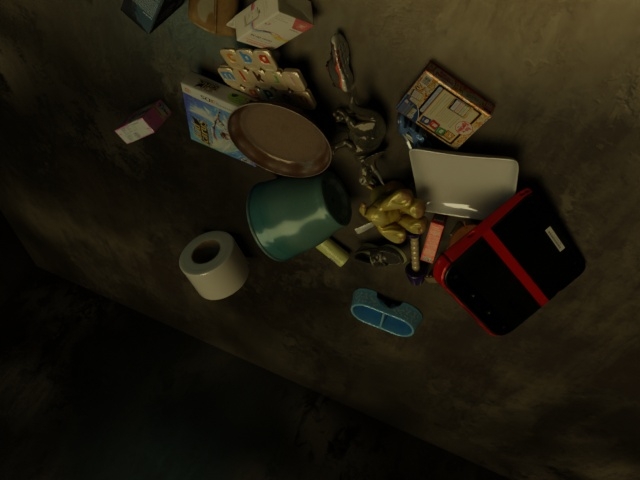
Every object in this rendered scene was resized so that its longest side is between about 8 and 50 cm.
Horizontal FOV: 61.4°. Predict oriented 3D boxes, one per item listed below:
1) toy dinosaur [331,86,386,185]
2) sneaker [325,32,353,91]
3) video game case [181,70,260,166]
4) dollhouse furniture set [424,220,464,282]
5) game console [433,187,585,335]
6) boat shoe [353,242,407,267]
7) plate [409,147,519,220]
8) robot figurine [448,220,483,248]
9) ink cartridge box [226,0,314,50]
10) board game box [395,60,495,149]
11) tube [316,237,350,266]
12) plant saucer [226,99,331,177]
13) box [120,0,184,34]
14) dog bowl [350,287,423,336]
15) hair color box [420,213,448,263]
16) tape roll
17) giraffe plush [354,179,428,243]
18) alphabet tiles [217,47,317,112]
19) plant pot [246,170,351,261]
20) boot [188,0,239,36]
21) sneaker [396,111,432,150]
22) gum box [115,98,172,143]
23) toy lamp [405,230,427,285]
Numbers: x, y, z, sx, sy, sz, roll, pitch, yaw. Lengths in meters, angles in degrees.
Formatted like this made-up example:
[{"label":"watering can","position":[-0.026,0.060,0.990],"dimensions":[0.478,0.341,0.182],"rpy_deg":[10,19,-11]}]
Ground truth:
[{"label":"toy dinosaur","position":[0.116,-0.301,1.463],"dimensions":[0.160,0.121,0.313],"rpy_deg":[9,139,6]},{"label":"sneaker","position":[0.036,-0.443,1.354],"dimensions":[0.065,0.061,0.158],"rpy_deg":[17,145,27]},{"label":"video game case","position":[-0.295,-0.365,1.660],"dimensions":[0.244,0.061,0.269],"rpy_deg":[25,153,7]},{"label":"dollhouse furniture set","position":[0.387,0.040,1.691],"dimensions":[0.123,0.144,0.151],"rpy_deg":[47,157,-18]},{"label":"game console","position":[0.526,0.078,1.497],"dimensions":[0.386,0.342,0.060],"rpy_deg":[41,-171,-33]},{"label":"boat shoe","position":[0.198,0.058,1.834],"dimensions":[0.223,0.073,0.080],"rpy_deg":[10,132,55]},{"label":"plate","position":[0.393,-0.155,1.467],"dimensions":[0.278,0.045,0.277],"rpy_deg":[11,151,23]},{"label":"robot figurine","position":[0.453,0.040,1.555],"dimensions":[0.158,0.128,0.219],"rpy_deg":[-40,126,13]},{"label":"ink cartridge box","position":[-0.126,-0.522,1.304],"dimensions":[0.115,0.067,0.198],"rpy_deg":[0,172,-45]},{"label":"board game box","position":[0.303,-0.327,1.328],"dimensions":[0.193,0.045,0.147],"rpy_deg":[33,146,-7]},{"label":"tube","position":[0.000,0.000,1.971],"dimensions":[0.240,0.062,0.070],"rpy_deg":[38,102,-5]},{"label":"plant saucer","position":[-0.111,-0.292,1.529],"dimensions":[0.310,0.050,0.310],"rpy_deg":[15,154,8]},{"label":"box","position":[-0.395,-0.623,1.329],"dimensions":[0.093,0.156,0.158],"rpy_deg":[38,145,-14]},{"label":"dog bowl","position":[0.256,0.293,2.157],"dimensions":[0.297,0.074,0.166],"rpy_deg":[21,146,12]},{"label":"hair color box","position":[0.349,-0.008,1.657],"dimensions":[0.043,0.072,0.141],"rpy_deg":[19,126,13]},{"label":"tape roll","position":[-0.440,0.101,2.241],"dimensions":[0.246,0.246,0.169],"rpy_deg":[6,141,29]},{"label":"giraffe plush","position":[0.205,-0.106,1.597],"dimensions":[0.210,0.170,0.181],"rpy_deg":[-9,127,15]},{"label":"alphabet tiles","position":[-0.148,-0.425,1.489],"dimensions":[0.284,0.021,0.278],"rpy_deg":[15,158,32]},{"label":"plant pot","position":[-0.050,-0.094,1.713],"dimensions":[0.255,0.272,0.272],"rpy_deg":[-17,127,29]},{"label":"boot","position":[-0.201,-0.602,1.296],"dimensions":[0.236,0.089,0.269],"rpy_deg":[29,150,0]},{"label":"sneaker","position":[0.246,-0.287,1.418],"dimensions":[0.059,0.053,0.144],"rpy_deg":[-2,145,38]},{"label":"gum box","position":[-0.599,-0.398,1.815],"dimensions":[0.188,0.107,0.062],"rpy_deg":[-8,132,41]},{"label":"toy lamp","position":[0.315,0.051,1.791],"dimensions":[0.080,0.080,0.275],"rpy_deg":[12,144,23]}]
